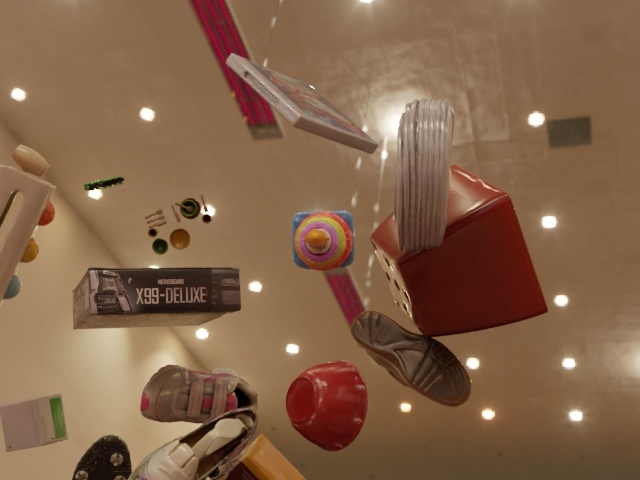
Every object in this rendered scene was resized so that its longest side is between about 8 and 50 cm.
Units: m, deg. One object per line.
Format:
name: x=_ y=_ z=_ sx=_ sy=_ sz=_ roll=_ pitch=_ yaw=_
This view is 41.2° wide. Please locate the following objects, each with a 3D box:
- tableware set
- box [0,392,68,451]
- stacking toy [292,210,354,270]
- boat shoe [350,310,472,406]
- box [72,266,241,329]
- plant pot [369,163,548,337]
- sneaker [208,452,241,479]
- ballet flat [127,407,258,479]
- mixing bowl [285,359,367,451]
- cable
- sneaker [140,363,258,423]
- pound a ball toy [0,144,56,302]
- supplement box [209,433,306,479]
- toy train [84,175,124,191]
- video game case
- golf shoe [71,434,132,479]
tableware set: x=-0.313 y=-0.033 z=1.891 sx=0.154 sy=0.104 sz=0.024 roll=-21 pitch=1 yaw=8
box: x=-0.599 y=0.380 z=1.782 sx=0.101 sy=0.101 sz=0.087 roll=-13 pitch=-7 yaw=22
stacking toy: x=0.000 y=0.000 z=2.242 sx=0.175 sy=0.166 sz=0.302 roll=-2 pitch=-1 yaw=3
boat shoe: x=0.193 y=0.252 z=1.763 sx=0.302 sy=0.109 sz=0.098 roll=30 pitch=-18 yaw=36
box: x=-0.293 y=0.104 z=1.474 sx=0.242 sy=0.077 sz=0.307 roll=0 pitch=-10 yaw=-20
plant pot: x=0.254 y=0.041 z=1.693 sx=0.235 sy=0.267 sz=0.267 roll=-26 pitch=-68 yaw=-5
sneaker: x=-0.179 y=0.414 z=1.585 sx=0.032 sy=0.083 sz=0.037 roll=33 pitch=4 yaw=40
ballet flat: x=-0.157 y=0.266 z=1.056 sx=0.077 sy=0.221 sz=0.079 roll=46 pitch=-51 yaw=13
mixing bowl: x=-0.004 y=0.319 z=1.677 sx=0.098 sy=0.182 sz=0.181 roll=19 pitch=-33 yaw=-41
cable: x=0.173 y=-0.107 z=1.419 sx=0.089 sy=0.257 sz=0.257 roll=3 pitch=0 yaw=8
sneaker: x=-0.211 y=0.284 z=1.554 sx=0.111 sy=0.103 sz=0.252 roll=11 pitch=7 yaw=42
pound a ball toy: x=-0.609 y=-0.024 z=1.681 sx=0.135 sy=0.319 sz=0.208 roll=26 pitch=-3 yaw=-15
supplement box: x=-0.151 y=0.589 z=1.938 sx=0.194 sy=0.129 sz=0.191 roll=-44 pitch=-90 yaw=14
toy train: x=-0.393 y=-0.104 z=1.545 sx=0.023 sy=0.083 sz=0.017 roll=6 pitch=-73 yaw=35
video game case: x=-0.025 y=-0.209 z=1.306 sx=0.201 sy=0.183 sz=0.023 roll=11 pitch=-61 yaw=-53
golf shoe: x=-0.410 y=0.466 z=1.602 sx=0.105 sy=0.120 sz=0.273 roll=11 pitch=-68 yaw=-7
